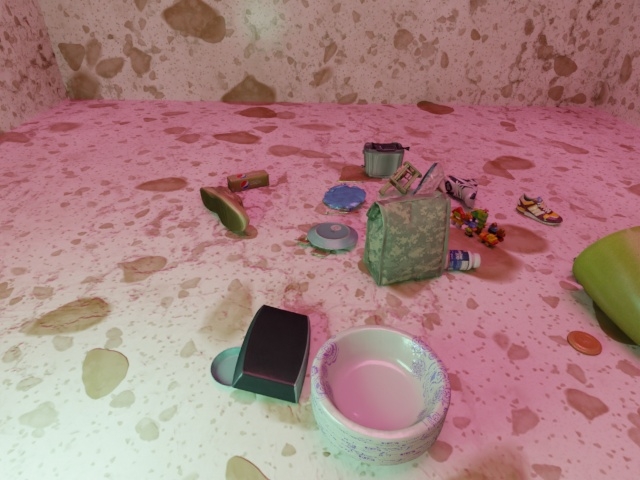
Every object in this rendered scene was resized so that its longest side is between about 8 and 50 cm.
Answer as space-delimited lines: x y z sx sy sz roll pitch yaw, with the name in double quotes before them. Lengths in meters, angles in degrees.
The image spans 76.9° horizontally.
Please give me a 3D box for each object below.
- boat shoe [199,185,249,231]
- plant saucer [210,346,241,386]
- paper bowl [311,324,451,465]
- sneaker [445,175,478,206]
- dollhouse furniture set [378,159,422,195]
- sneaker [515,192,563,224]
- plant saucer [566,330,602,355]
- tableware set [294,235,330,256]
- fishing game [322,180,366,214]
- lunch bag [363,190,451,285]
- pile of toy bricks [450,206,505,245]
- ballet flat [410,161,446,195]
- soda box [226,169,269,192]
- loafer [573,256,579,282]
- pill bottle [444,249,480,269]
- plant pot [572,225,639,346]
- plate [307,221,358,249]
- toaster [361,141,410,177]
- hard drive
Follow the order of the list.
"boat shoe" -0.355 -0.143 1.568 0.110 0.122 0.341 -22 39 -30
"plant saucer" -0.206 0.311 0.981 0.119 0.021 0.119 1 33 -1
"paper bowl" 0.120 0.328 0.858 0.284 0.148 0.284 2 34 -1
"sneaker" 0.600 -0.217 1.754 0.153 0.094 0.235 12 35 17
"dollhouse furniture set" 0.351 -0.247 1.835 0.101 0.161 0.182 43 86 1
"sneaker" 0.895 -0.129 1.643 0.069 0.084 0.185 -28 43 -37
"plant saucer" 0.714 0.274 1.089 0.083 0.013 0.083 2 33 -1
"tableware set" 0.000 0.000 1.462 0.141 0.020 0.168 24 40 30
"fishing game" 0.102 -0.181 1.726 0.189 0.041 0.264 0 38 11
"lunch bag" 0.270 -0.023 1.270 0.235 0.287 0.169 -8 35 -12
"pile of toy bricks" 0.605 -0.075 1.527 0.118 0.105 0.212 -16 38 -25
"ballet flat" 0.458 -0.197 1.714 0.146 0.147 0.409 18 40 23
"soda box" -0.324 -0.269 1.816 0.181 0.058 0.061 -16 37 -24
"loafer" 0.959 0.099 1.328 0.267 0.084 0.096 2 2 -6
"pill bottle" 0.465 0.065 1.344 0.120 0.067 0.067 1 34 -1
"plant pot" 0.890 0.156 1.089 0.274 0.275 0.294 1 49 -1
"plate" 0.045 -0.027 1.466 0.188 0.024 0.188 0 32 0
"toaster" 0.311 -0.389 1.949 0.226 0.147 0.129 -1 34 -3
"hard drive" -0.108 0.265 1.000 0.171 0.054 0.255 16 32 -3
